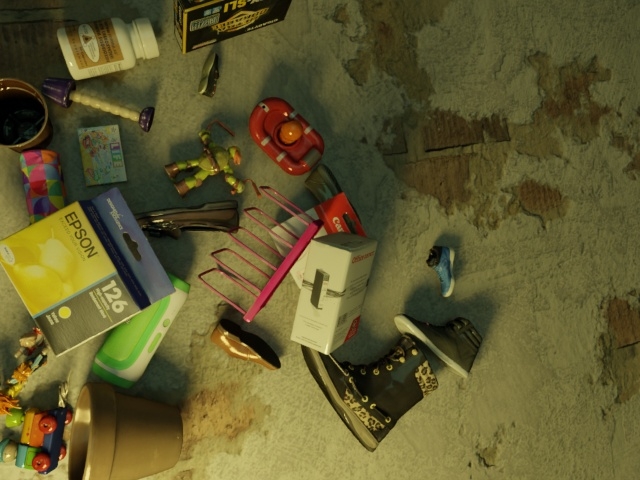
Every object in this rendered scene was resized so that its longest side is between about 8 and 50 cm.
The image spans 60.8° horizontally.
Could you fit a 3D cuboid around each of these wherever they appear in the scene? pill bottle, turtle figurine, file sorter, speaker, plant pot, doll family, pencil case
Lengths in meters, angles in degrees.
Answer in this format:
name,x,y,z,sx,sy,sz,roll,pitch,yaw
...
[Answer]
name,x,y,z,sx,sy,sz,roll,pitch,yaw
pill bottle,-0.550,-0.509,1.426,0.229,0.131,0.131,-18,90,-15
turtle figurine,-0.292,-0.195,1.467,0.217,0.087,0.269,-29,79,-10
file sorter,-0.152,0.023,1.403,0.182,0.202,0.291,36,96,1
speaker,-0.454,0.217,1.391,0.131,0.131,0.296,30,79,-10
plant pot,-0.744,-0.291,1.342,0.167,0.165,0.167,1,85,-15
doll family,-0.718,0.322,1.295,0.118,0.163,0.263,44,77,-7
plant pot,-0.468,0.480,1.325,0.229,0.263,0.263,10,82,-32
pencil case,-0.697,-0.109,1.374,0.104,0.104,0.236,-7,86,-14

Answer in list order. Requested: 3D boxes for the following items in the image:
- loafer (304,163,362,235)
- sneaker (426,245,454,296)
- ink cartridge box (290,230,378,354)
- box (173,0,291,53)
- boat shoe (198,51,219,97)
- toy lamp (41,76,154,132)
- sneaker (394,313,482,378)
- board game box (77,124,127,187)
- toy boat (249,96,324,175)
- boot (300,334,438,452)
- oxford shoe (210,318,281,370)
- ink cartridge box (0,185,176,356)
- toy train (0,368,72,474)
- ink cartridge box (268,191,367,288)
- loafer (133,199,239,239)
name,x,y,z,sx,sy,sz,roll,pitch,yaw
loafer,0.039,-0.096,1.569,0.087,0.094,0.251,-29,92,16
sneaker,0.354,0.090,1.635,0.084,0.058,0.152,10,79,-19
ink cartridge box,0.038,0.123,1.397,0.114,0.197,0.273,18,104,22
box,-0.229,-0.628,1.452,0.322,0.257,0.079,-25,91,-15
boat shoe,-0.307,-0.465,1.530,0.042,0.049,0.133,20,72,-40
toy lamp,-0.582,-0.361,1.433,0.274,0.080,0.080,14,82,-12
sneaker,0.352,0.265,1.603,0.296,0.104,0.147,38,76,-14
board game box,-0.578,-0.225,1.448,0.103,0.026,0.154,-10,88,-15
toy boat,-0.089,-0.297,1.512,0.231,0.151,0.151,44,77,-7
boot,0.140,0.361,1.518,0.284,0.138,0.377,-34,97,-13
oxford shoe,-0.203,0.297,1.486,0.212,0.076,0.076,36,108,-11
ink cartridge box,-0.556,0.070,1.295,0.307,0.072,0.304,-30,92,-4
toy train,-0.696,0.430,1.333,0.143,0.105,0.248,7,83,0
ink cartridge box,0.000,0.000,1.513,0.232,0.066,0.189,-28,92,16
loafer,-0.362,-0.043,1.449,0.302,0.109,0.095,-10,92,-17
